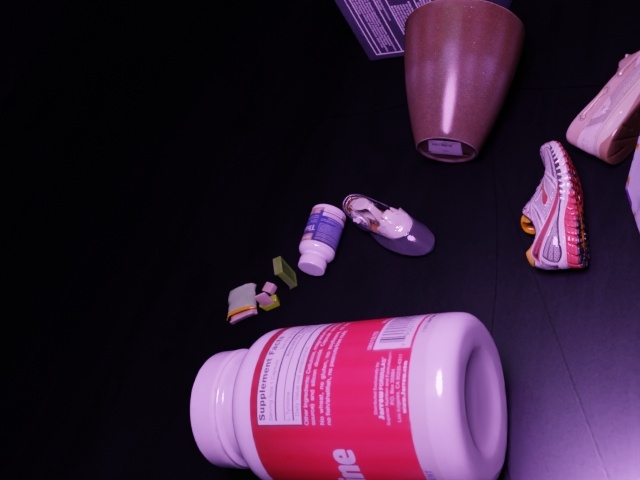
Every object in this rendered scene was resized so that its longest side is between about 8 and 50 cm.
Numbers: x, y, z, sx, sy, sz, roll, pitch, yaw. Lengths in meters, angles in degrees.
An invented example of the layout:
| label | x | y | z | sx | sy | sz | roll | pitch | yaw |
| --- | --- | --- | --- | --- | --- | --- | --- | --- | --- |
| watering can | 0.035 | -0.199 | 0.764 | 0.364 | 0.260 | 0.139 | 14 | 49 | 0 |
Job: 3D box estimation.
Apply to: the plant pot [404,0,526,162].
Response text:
| label | x | y | z | sx | sy | sz | roll | pitch | yaw |
| --- | --- | --- | --- | --- | --- | --- | --- | --- | --- |
| plant pot | 0.236 | -0.262 | 1.277 | 0.215 | 0.215 | 0.231 | 1 | 72 | 35 |

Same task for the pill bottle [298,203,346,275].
| label | x | y | z | sx | sy | sz | roll | pitch | yaw |
| --- | --- | --- | --- | --- | --- | --- | --- | --- | --- |
| pill bottle | 0.000 | 0.000 | 1.318 | 0.067 | 0.067 | 0.120 | -2 | 57 | 34 |

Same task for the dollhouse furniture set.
| label | x | y | z | sx | sy | sz | roll | pitch | yaw |
| --- | --- | --- | --- | --- | --- | --- | --- | --- | --- |
| dollhouse furniture set | -0.121 | 0.090 | 1.339 | 0.151 | 0.058 | 0.076 | -25 | 46 | 17 |

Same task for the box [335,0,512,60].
| label | x | y | z | sx | sy | sz | roll | pitch | yaw |
| --- | --- | --- | --- | --- | --- | --- | --- | --- | --- |
| box | 0.188 | -0.528 | 1.429 | 0.294 | 0.296 | 0.183 | 5 | 60 | 36 |

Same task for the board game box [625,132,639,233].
| label | x | y | z | sx | sy | sz | roll | pitch | yaw |
| --- | --- | --- | --- | --- | --- | --- | --- | --- | --- |
| board game box | 0.540 | -0.070 | 0.886 | 0.275 | 0.144 | 0.142 | -4 | 52 | 7 |

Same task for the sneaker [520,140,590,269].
| label | x | y | z | sx | sy | sz | roll | pitch | yaw |
| --- | --- | --- | --- | --- | --- | --- | --- | --- | --- |
| sneaker | 0.346 | -0.058 | 1.108 | 0.092 | 0.088 | 0.225 | -12 | 51 | 29 |

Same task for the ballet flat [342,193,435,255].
| label | x | y | z | sx | sy | sz | roll | pitch | yaw |
| --- | --- | --- | --- | --- | --- | --- | --- | --- | --- |
| ballet flat | 0.109 | -0.033 | 1.266 | 0.074 | 0.074 | 0.203 | -50 | 45 | -8 |

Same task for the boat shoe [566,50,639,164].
| label | x | y | z | sx | sy | sz | roll | pitch | yaw |
| --- | --- | --- | --- | --- | --- | --- | --- | --- | --- |
| boat shoe | 0.506 | -0.257 | 1.139 | 0.302 | 0.109 | 0.098 | -51 | 46 | -1 |

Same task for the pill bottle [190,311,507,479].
| label | x | y | z | sx | sy | sz | roll | pitch | yaw |
| --- | --- | --- | --- | --- | --- | --- | --- | --- | --- |
| pill bottle | 0.030 | 0.228 | 1.009 | 0.407 | 0.229 | 0.229 | -9 | 53 | 30 |
